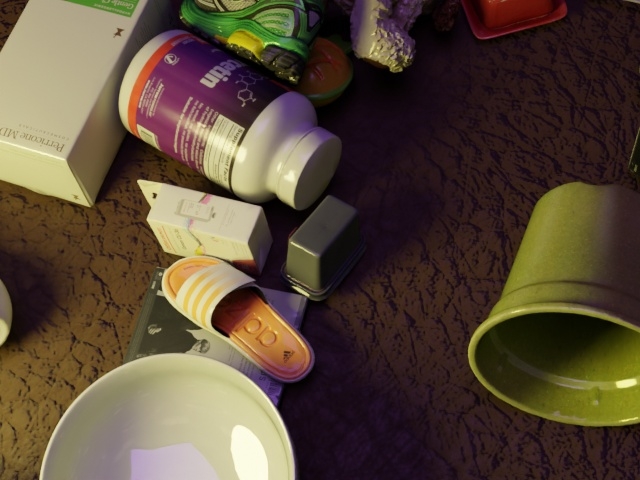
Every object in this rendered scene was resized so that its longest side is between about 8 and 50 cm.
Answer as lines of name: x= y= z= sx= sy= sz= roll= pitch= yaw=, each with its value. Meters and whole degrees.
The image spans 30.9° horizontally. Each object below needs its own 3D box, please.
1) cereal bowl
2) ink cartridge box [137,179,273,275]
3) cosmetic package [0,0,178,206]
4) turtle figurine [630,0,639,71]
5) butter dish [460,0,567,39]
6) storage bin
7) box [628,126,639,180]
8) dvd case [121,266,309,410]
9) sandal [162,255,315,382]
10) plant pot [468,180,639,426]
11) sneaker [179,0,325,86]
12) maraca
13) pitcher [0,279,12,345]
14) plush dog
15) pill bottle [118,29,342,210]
cereal bowl: x=-0.188 y=0.329 z=1.526 sx=0.339 sy=0.141 sz=0.339 roll=-3 pitch=63 yaw=5
ink cartridge box: x=-0.179 y=-0.020 z=1.712 sx=0.198 sy=0.115 sz=0.067 roll=14 pitch=66 yaw=14
cosmetic package: x=-0.388 y=-0.260 z=1.834 sx=0.197 sy=0.155 sz=0.365 roll=15 pitch=65 yaw=12
turtle figurine: x=0.587 y=-0.360 z=1.750 sx=0.266 sy=0.198 sz=0.274 roll=-18 pitch=67 yaw=-7
butter dish: x=0.304 y=-0.424 z=1.856 sx=0.160 sy=0.118 sz=0.160 roll=-15 pitch=64 yaw=-1
storage bin: x=0.000 y=0.000 z=1.682 sx=0.098 sy=0.091 sz=0.135 roll=29 pitch=57 yaw=19
box: x=0.650 y=-0.111 z=1.625 sx=0.294 sy=0.182 sz=0.296 roll=-32 pitch=66 yaw=-8
dvd case: x=-0.152 y=0.142 z=1.677 sx=0.239 sy=0.029 sz=0.179 roll=11 pitch=65 yaw=11
sandal: x=-0.114 y=0.095 z=1.636 sx=0.265 sy=0.076 sz=0.102 roll=35 pitch=71 yaw=21
plant pot: x=0.356 y=0.069 z=1.546 sx=0.276 sy=0.276 sz=0.254 roll=10 pitch=54 yaw=11
sneaker: x=-0.097 y=-0.344 z=1.795 sx=0.343 sy=0.134 sz=0.146 roll=31 pitch=89 yaw=50
maraca: x=-0.008 y=-0.277 z=1.834 sx=0.127 sy=0.099 sz=0.185 roll=9 pitch=43 yaw=5
pitcher: x=-0.554 y=0.092 z=1.708 sx=0.178 sy=0.125 sz=0.207 roll=-45 pitch=55 yaw=7
plush dog: x=0.101 y=-0.408 z=1.830 sx=0.262 sy=0.210 sz=0.225 roll=35 pitch=28 yaw=24
pill bottle: x=-0.133 y=-0.176 z=1.747 sx=0.323 sy=0.181 sz=0.181 roll=30 pitch=71 yaw=19
